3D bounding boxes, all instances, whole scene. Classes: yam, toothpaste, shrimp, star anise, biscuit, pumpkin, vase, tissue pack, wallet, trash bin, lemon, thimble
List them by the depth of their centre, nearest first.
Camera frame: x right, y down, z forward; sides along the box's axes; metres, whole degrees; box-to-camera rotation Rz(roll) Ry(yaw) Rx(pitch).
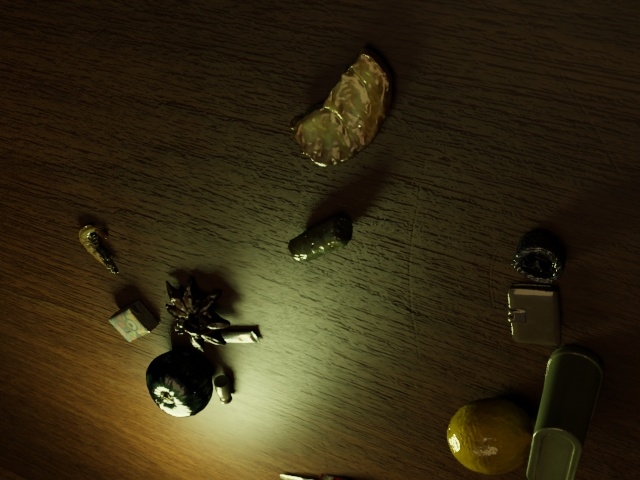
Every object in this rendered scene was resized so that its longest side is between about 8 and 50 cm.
[{"bbox_3d":[0.456,0.033,1.477,0.104,0.066,0.095,23,135,11],"label":"thimble"},{"bbox_3d":[0.056,-0.263,1.501,0.154,0.045,0.299,46,135,-7],"label":"biscuit"},{"bbox_3d":[0.476,0.164,1.590,0.118,0.039,0.153,4,123,27],"label":"wallet"},{"bbox_3d":[0.543,0.400,1.592,0.121,0.247,0.243,13,129,21],"label":"trash bin"},{"bbox_3d":[0.000,0.000,1.728,0.179,0.078,0.078,-26,108,42],"label":"yam"},{"bbox_3d":[0.422,0.488,1.781,0.256,0.188,0.188,-18,114,43],"label":"lemon"},{"bbox_3d":[-0.387,0.235,2.136,0.272,0.102,0.272,14,120,25],"label":"star anise"},{"bbox_3d":[-0.280,0.294,2.180,0.218,0.033,0.052,-5,130,32],"label":"toothpaste"},{"bbox_3d":[-0.670,0.020,2.202,0.178,0.034,0.124,48,129,-4],"label":"shrimp"},{"bbox_3d":[-0.465,0.469,2.344,0.233,0.163,0.233,15,130,19],"label":"pumpkin"},{"bbox_3d":[-0.614,0.266,2.344,0.148,0.060,0.109,-25,108,42],"label":"tissue pack"},{"bbox_3d":[-0.318,0.493,2.350,0.053,0.053,0.101,15,135,22],"label":"vase"}]

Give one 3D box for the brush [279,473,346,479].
[{"bbox_3d":[-0.017,0.826,2.441,0.321,0.050,0.060,-11,122,46],"label":"brush"}]
